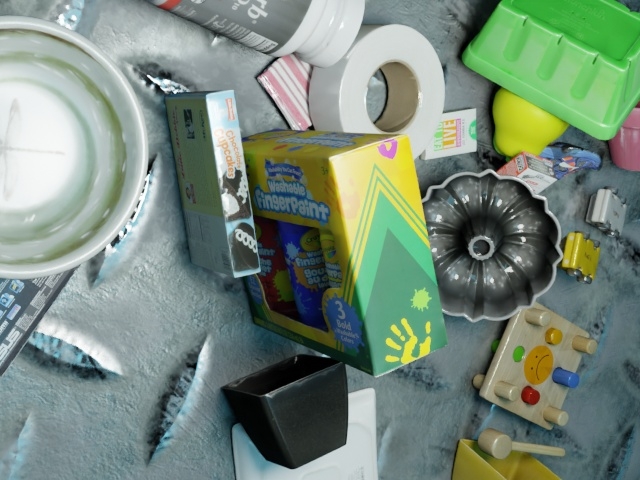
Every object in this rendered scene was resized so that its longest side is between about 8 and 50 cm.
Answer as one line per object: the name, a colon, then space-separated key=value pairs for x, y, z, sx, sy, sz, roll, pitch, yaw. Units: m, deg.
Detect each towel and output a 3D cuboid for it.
towel: x=-0.020 y=-0.324 z=1.897 sx=0.197 sy=0.029 sz=0.144 roll=-46 pitch=117 yaw=-21

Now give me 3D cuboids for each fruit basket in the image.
fruit basket: x=0.495 y=-0.347 z=2.065 sx=0.283 sy=0.392 sz=0.392 roll=-49 pitch=118 yaw=-27

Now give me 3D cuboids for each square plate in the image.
square plate: x=-0.010 y=0.510 z=2.002 sx=0.344 sy=0.049 sz=0.347 roll=-10 pitch=102 yaw=-29

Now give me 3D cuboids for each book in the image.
book: x=0.275 y=-0.231 z=2.087 sx=0.144 sy=0.035 sz=0.096 roll=-13 pitch=107 yaw=-31

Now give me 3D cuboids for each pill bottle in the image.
pill bottle: x=-0.115 y=-0.453 z=1.710 sx=0.363 sy=0.210 sz=0.210 roll=18 pitch=87 yaw=-31

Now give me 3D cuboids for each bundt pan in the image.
bundt pan: x=0.340 y=-0.002 z=2.031 sx=0.331 sy=0.124 sz=0.330 roll=3 pitch=108 yaw=10

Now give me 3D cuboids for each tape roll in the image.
tape roll: x=0.114 y=-0.288 z=1.916 sx=0.286 sy=0.100 sz=0.286 roll=-10 pitch=107 yaw=-37

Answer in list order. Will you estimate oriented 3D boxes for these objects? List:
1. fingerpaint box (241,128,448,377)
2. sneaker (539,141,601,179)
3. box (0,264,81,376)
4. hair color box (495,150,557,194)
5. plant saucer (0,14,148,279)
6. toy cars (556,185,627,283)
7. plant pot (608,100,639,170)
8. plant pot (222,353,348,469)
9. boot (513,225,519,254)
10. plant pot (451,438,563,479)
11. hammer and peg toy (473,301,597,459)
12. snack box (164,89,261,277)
fingerpaint box: x=0.000 y=0.000 z=1.706 sx=0.163 sy=0.445 sz=0.371 roll=-20 pitch=107 yaw=-27
sneaker: x=0.558 y=-0.182 z=2.246 sx=0.221 sy=0.083 sz=0.087 roll=3 pitch=109 yaw=-26
box: x=-0.544 y=-0.024 z=1.577 sx=0.318 sy=0.097 sz=0.395 roll=40 pitch=75 yaw=-30
hair color box: x=0.423 y=-0.121 z=2.113 sx=0.093 sy=0.167 sz=0.053 roll=16 pitch=52 yaw=-32
plant saucer: x=-0.471 y=-0.142 z=1.496 sx=0.401 sy=0.100 sz=0.400 roll=-3 pitch=96 yaw=-31
toy cars: x=0.624 y=-0.019 z=2.256 sx=0.394 sy=0.087 sz=0.176 roll=-44 pitch=134 yaw=-44
plant pot: x=0.762 y=-0.272 z=2.293 sx=0.201 sy=0.201 sz=0.180 roll=-25 pitch=125 yaw=-26
plant pot: x=-0.050 y=0.333 z=1.855 sx=0.187 sy=0.188 sz=0.167 roll=-20 pitch=96 yaw=-28
boot: x=0.456 y=0.002 z=2.180 sx=0.179 sy=0.085 sz=0.236 roll=-34 pitch=113 yaw=-45
plant pot: x=0.415 y=0.595 z=2.192 sx=0.212 sy=0.212 sz=0.187 roll=16 pitch=101 yaw=-32
hammer and peg toy: x=0.482 y=0.338 z=2.233 sx=0.266 sy=0.127 sz=0.361 roll=28 pitch=82 yaw=-33
snack box: x=-0.195 y=-0.105 z=1.724 sx=0.060 sy=0.187 sz=0.321 roll=-15 pitch=104 yaw=-29
